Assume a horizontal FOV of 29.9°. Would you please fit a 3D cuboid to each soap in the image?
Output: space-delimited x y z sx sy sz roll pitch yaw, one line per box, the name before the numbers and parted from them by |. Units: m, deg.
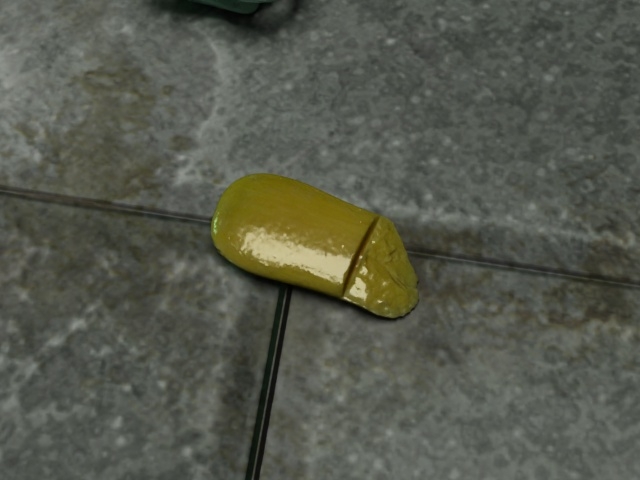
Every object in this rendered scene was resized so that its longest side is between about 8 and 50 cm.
soap | 0.000 0.000 0.911 0.168 0.033 0.089 17 64 5

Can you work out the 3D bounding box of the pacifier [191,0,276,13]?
pacifier | -0.080 -0.256 1.009 0.150 0.116 0.127 17 35 11
